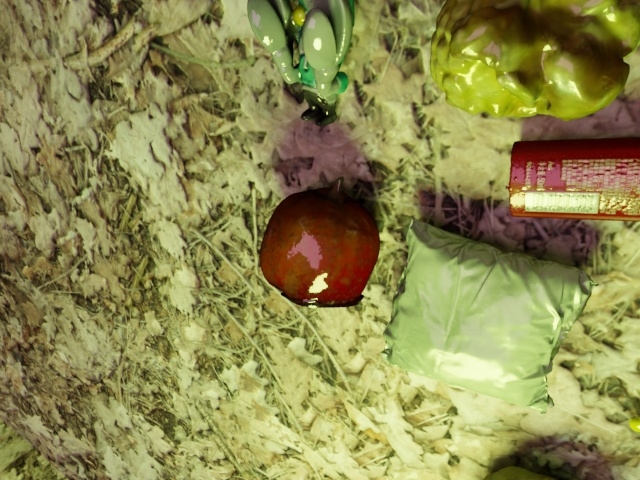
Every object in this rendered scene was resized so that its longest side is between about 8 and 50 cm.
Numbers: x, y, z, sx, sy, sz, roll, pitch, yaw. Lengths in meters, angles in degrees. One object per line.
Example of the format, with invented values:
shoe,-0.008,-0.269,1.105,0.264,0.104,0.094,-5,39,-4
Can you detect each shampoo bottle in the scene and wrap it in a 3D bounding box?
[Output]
shampoo bottle,0.423,-0.082,0.632,0.314,0.076,0.118,4,112,28

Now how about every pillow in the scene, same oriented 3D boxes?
pillow,0.262,0.127,0.779,0.309,0.138,0.284,15,113,25

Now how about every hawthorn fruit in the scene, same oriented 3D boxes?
hawthorn fruit,0.000,0.000,0.841,0.215,0.215,0.250,27,124,17

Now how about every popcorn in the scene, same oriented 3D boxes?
popcorn,0.250,-0.242,0.560,0.236,0.251,0.206,26,128,22

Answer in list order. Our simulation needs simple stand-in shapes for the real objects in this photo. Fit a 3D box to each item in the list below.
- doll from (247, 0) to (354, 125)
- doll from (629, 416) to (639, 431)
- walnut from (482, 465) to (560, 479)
doll,-0.006,-0.313,0.735,0.194,0.153,0.258,-2,115,46
doll,0.571,0.239,0.676,0.135,0.099,0.241,28,127,-10
walnut,0.382,0.566,0.827,0.253,0.277,0.282,21,109,15
